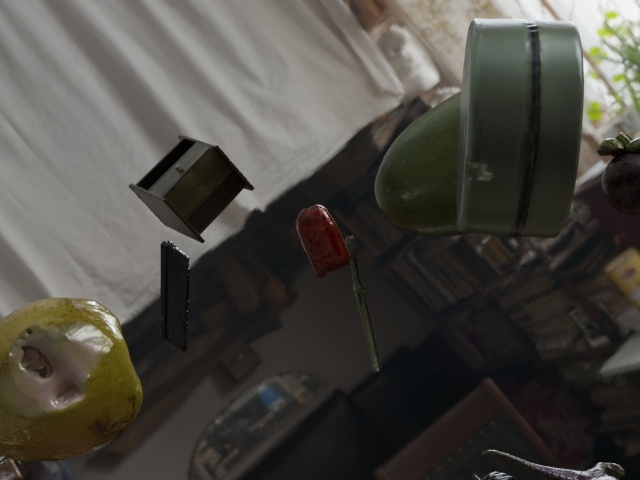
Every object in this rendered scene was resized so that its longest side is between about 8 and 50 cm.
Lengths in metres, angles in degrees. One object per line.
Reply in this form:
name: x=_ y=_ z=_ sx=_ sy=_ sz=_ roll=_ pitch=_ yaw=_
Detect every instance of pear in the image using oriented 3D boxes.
pear: x=-0.275 y=0.145 z=0.939 sx=0.178 sy=0.178 sz=0.178 roll=-40 pitch=-1 yaw=-1

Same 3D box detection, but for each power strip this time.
power strip: x=0.302 y=-0.180 z=1.418 sx=0.161 sy=0.357 sz=0.357 roll=3 pitch=4 yaw=6

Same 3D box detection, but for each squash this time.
squash: x=0.247 y=-0.153 z=1.877 sx=0.309 sy=0.310 sz=0.310 roll=-9 pitch=18 yaw=37

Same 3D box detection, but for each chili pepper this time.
chili pepper: x=0.000 y=0.000 z=1.616 sx=0.073 sy=0.123 sz=0.070 roll=-27 pitch=-3 yaw=40

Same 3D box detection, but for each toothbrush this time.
toothbrush: x=0.087 y=0.129 z=1.866 sx=0.026 sy=0.294 sz=0.028 roll=-4 pitch=-12 yaw=-26

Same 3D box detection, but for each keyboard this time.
keyboard: x=-0.227 y=0.090 z=1.426 sx=0.018 sy=0.060 sz=0.195 roll=-30 pitch=-40 yaw=-40

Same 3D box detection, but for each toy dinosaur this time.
toy dinosaur: x=0.416 y=0.379 z=1.445 sx=0.251 sy=0.200 sz=0.072 roll=26 pitch=93 yaw=48

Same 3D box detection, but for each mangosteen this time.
mangosteen: x=0.668 y=-0.144 z=1.919 sx=0.166 sy=0.180 sz=0.166 roll=-16 pitch=-2 yaw=-1

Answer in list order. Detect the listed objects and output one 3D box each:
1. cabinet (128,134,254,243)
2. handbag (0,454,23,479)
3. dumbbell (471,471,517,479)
cabinet: x=-0.295 y=-0.123 z=2.052 sx=0.175 sy=0.148 sz=0.215 roll=-48 pitch=32 yaw=-13
handbag: x=-0.570 y=0.405 z=1.486 sx=0.151 sy=0.072 sz=0.193 roll=-27 pitch=-10 yaw=-37
dumbbell: x=0.334 y=0.472 z=1.571 sx=0.099 sy=0.208 sz=0.099 roll=-20 pitch=-52 yaw=-28
